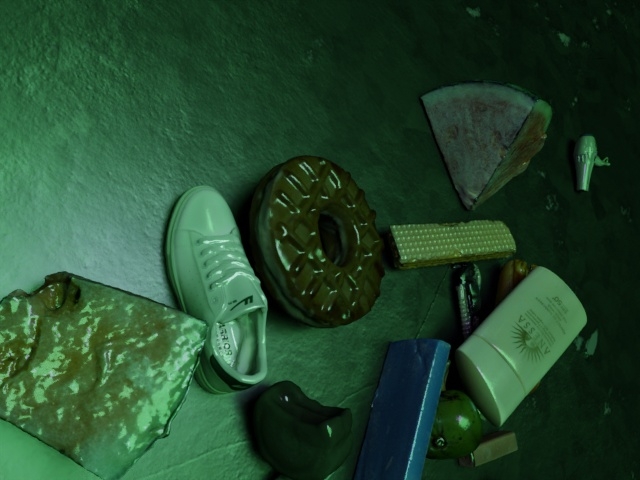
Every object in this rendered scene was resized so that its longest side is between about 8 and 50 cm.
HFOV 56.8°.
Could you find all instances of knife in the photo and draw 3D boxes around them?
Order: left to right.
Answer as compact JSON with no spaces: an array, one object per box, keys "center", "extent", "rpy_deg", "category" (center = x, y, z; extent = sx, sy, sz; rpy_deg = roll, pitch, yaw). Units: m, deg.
[{"center":[0.356,0.223,1.349],"extent":[0.089,0.043,0.364],"rpy_deg":[2,78,-33],"category":"knife"}]

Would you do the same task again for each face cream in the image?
[{"center":[0.424,0.215,1.266],"extent":[0.349,0.081,0.173],"rpy_deg":[-37,88,-27],"category":"face cream"}]

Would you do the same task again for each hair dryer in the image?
[{"center":[0.796,-0.201,1.739],"extent":[0.199,0.068,0.167],"rpy_deg":[29,73,-41],"category":"hair dryer"}]

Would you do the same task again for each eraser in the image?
[{"center":[0.154,0.336,1.131],"extent":[0.043,0.144,0.311],"rpy_deg":[31,64,-26],"category":"eraser"}]

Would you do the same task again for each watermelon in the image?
[{"center":[-0.335,0.173,0.868],"extent":[0.302,0.151,0.264],"rpy_deg":[29,67,-5],"category":"watermelon"},{"center":[0.385,-0.256,1.441],"extent":[0.283,0.292,0.250],"rpy_deg":[23,24,-52],"category":"watermelon"}]

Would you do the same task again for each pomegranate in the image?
[{"center":[0.243,0.338,1.190],"extent":[0.131,0.152,0.190],"rpy_deg":[46,36,-54],"category":"pomegranate"}]

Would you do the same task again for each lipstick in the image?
[{"center":[0.367,0.457,1.300],"extent":[0.146,0.045,0.045],"rpy_deg":[-5,80,-33],"category":"lipstick"}]

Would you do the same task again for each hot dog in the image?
[{"center":[0.458,0.208,1.387],"extent":[0.135,0.100,0.337],"rpy_deg":[21,67,-19],"category":"hot dog"}]

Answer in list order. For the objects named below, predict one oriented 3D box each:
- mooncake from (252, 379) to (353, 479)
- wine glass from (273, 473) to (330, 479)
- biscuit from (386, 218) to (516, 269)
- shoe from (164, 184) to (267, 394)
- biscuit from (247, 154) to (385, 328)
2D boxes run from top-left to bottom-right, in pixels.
[{"center":[-0.029,0.314,0.998],"extent":[0.175,0.168,0.104],"rpy_deg":[47,39,13],"category":"mooncake"},{"center":[-0.078,0.443,1.004],"extent":[0.262,0.074,0.074],"rpy_deg":[-26,94,-35],"category":"wine glass"},{"center":[0.302,0.006,1.344],"extent":[0.379,0.054,0.094],"rpy_deg":[-5,67,-34],"category":"biscuit"},{"center":[-0.161,0.074,0.977],"extent":[0.132,0.160,0.362],"rpy_deg":[-5,83,-34],"category":"shoe"},{"center":[0.000,0.000,1.088],"extent":[0.332,0.103,0.331],"rpy_deg":[22,61,-46],"category":"biscuit"}]
